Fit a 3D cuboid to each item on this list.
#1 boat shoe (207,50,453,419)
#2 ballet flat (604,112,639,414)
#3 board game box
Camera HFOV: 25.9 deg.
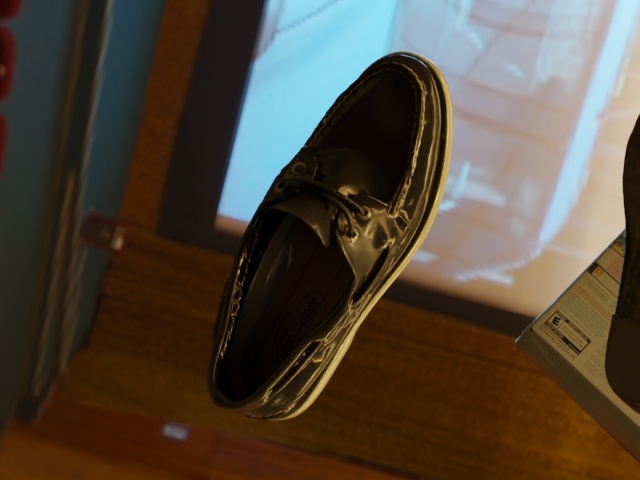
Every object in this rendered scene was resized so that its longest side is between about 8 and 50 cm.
[{"bbox_3d":[-0.004,-0.002,1.145,0.340,0.127,0.113,-59,158,13],"label":"boat shoe"},{"bbox_3d":[0.240,-0.004,0.913,0.058,0.084,0.250,29,68,-45],"label":"ballet flat"},{"bbox_3d":[0.426,0.091,1.712,0.303,0.224,0.097,-43,169,-16],"label":"board game box"}]
